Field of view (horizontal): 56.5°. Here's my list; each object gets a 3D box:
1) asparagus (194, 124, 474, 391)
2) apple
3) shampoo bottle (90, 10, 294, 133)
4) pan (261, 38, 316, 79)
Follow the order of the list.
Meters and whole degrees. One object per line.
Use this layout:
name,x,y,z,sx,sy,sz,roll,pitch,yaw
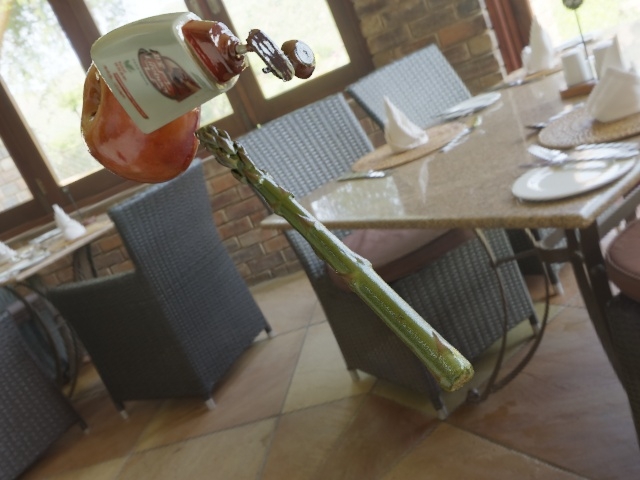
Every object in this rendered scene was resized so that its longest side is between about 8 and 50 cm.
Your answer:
asparagus,0.000,0.000,0.383,0.024,0.248,0.025,-37,-23,-22
apple,-0.336,-0.243,1.121,0.206,0.272,0.251,5,-9,-29
shampoo bottle,-0.170,-0.226,0.781,0.284,0.153,0.071,1,43,37
pan,-0.046,-0.281,0.932,0.023,0.068,0.115,-21,11,48
